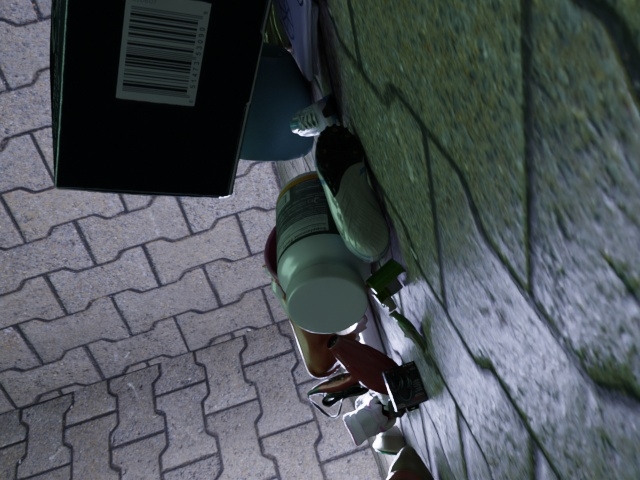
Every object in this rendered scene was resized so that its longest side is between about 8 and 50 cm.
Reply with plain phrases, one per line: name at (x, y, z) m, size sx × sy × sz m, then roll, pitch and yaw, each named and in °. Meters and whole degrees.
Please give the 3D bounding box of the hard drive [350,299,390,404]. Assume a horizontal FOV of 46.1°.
hard drive at (0.103, 0.207, 1.853) m, size 0.233 × 0.047 × 0.353 m, roll -163°, pitch 55°, yaw -84°

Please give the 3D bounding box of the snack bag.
snack bag at (-0.064, -0.488, 1.237) m, size 0.342 × 0.037 × 0.323 m, roll 89°, pitch 162°, yaw -64°

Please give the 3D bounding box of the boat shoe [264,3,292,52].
boat shoe at (-0.123, -0.498, 1.655) m, size 0.068 × 0.072 × 0.189 m, roll 148°, pitch 104°, yaw -85°

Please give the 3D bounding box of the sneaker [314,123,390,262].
sneaker at (0.046, -0.074, 1.210) m, size 0.086 × 0.085 × 0.237 m, roll 105°, pitch 149°, yaw -73°

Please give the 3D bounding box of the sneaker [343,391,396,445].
sneaker at (0.150, 0.439, 1.908) m, size 0.103 × 0.111 × 0.252 m, roll 61°, pitch -163°, yaw 3°

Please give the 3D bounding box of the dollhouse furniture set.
dollhouse furniture set at (0.137, 0.104, 1.212) m, size 0.151 × 0.059 × 0.076 m, roll 53°, pitch 175°, yaw -23°

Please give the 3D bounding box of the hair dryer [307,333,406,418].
hair dryer at (0.067, 0.304, 1.599) m, size 0.080 × 0.224 × 0.293 m, roll -84°, pitch -12°, yaw -47°

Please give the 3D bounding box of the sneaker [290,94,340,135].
sneaker at (-0.013, -0.218, 1.384) m, size 0.191 × 0.083 × 0.071 m, roll -160°, pitch 54°, yaw -83°

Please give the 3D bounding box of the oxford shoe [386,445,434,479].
oxford shoe at (0.234, 0.597, 1.616) m, size 0.130 × 0.123 × 0.348 m, roll -63°, pitch -39°, yaw -58°

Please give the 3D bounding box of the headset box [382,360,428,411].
headset box at (0.156, 0.270, 1.373) m, size 0.032 × 0.062 × 0.083 m, roll 82°, pitch 170°, yaw -70°

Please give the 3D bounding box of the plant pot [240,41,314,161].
plant pot at (-0.143, -0.313, 1.600) m, size 0.290 × 0.290 × 0.195 m, roll -115°, pitch 32°, yaw -58°

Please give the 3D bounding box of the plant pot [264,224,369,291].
plant pot at (0.012, 0.048, 1.537) m, size 0.180 × 0.201 × 0.201 m, roll 54°, pitch -170°, yaw -48°

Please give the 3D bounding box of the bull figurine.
bull figurine at (-0.010, 0.146, 1.681) m, size 0.101 × 0.188 × 0.310 m, roll -7°, pitch 101°, yaw 61°

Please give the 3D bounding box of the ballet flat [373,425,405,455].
ballet flat at (0.182, 0.527, 2.010) m, size 0.248 × 0.086 × 0.086 m, roll 89°, pitch 163°, yaw -77°

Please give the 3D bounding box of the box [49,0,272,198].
box at (-0.288, -0.397, 1.251) m, size 0.471 × 0.298 × 0.479 m, roll -115°, pitch 34°, yaw -50°

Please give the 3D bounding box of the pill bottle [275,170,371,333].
pill bottle at (0.003, 0.016, 1.306) m, size 0.278 × 0.162 × 0.162 m, roll -96°, pitch -6°, yaw -49°
